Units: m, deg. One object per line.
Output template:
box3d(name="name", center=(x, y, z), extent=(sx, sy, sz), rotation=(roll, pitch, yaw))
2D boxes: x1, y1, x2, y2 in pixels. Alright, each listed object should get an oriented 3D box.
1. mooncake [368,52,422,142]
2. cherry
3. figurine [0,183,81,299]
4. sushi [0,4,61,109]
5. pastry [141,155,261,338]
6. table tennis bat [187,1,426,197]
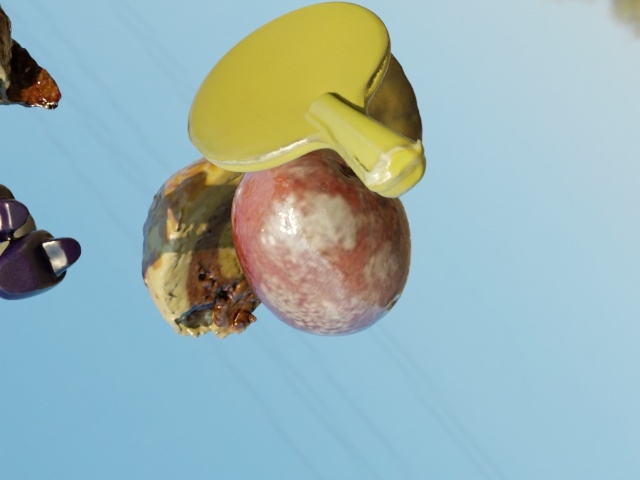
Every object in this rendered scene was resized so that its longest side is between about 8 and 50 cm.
box3d(name="mooncake", center=(0.003, -0.158, 2.540), extent=(0.161, 0.290, 0.290), rotation=(-24, -112, -33))
box3d(name="cherry", center=(0.000, 0.000, 2.192), extent=(0.236, 0.213, 0.285), rotation=(41, -176, 27))
box3d(name="figurine", center=(-0.430, 0.022, 2.057), extent=(0.154, 0.421, 0.193), rotation=(54, -136, -17))
box3d(name="sushi", center=(-0.497, -0.245, 2.361), extent=(0.296, 0.167, 0.179), rotation=(33, -136, -42))
box3d(name="pastry", center=(-0.137, -0.017, 2.358), extent=(0.170, 0.256, 0.237), rotation=(38, 163, 47))
box3d(name="table tennis bat", center=(-0.001, -0.130, 1.760), extent=(0.054, 0.224, 0.368), rotation=(53, 172, -36))
